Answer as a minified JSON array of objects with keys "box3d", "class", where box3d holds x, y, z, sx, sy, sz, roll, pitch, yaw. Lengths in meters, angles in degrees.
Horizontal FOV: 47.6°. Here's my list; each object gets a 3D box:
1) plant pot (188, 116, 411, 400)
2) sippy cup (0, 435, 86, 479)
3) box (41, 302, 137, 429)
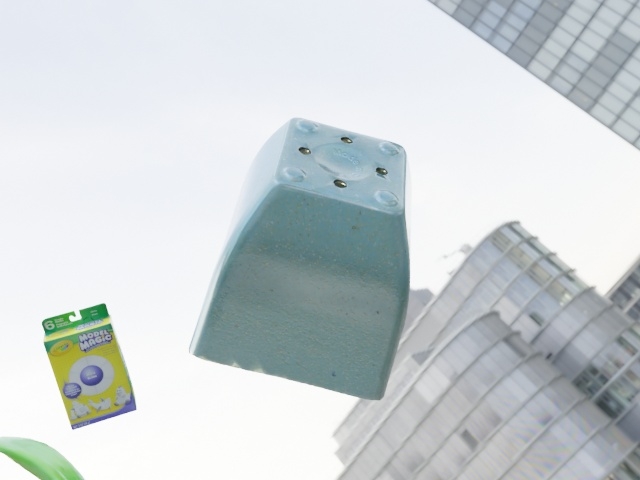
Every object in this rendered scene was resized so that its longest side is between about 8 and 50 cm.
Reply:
[{"box3d":[0.000,0.000,0.893,0.247,0.247,0.252,-80,6,-52],"class":"plant pot"},{"box3d":[-0.339,0.350,0.676,0.305,0.224,0.240,-54,-25,-35],"class":"sippy cup"},{"box3d":[-0.355,0.191,1.115,0.105,0.043,0.179,-16,-73,-13],"class":"box"}]
